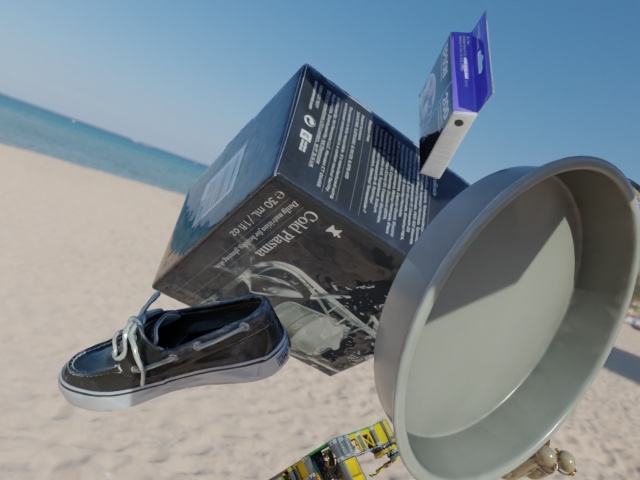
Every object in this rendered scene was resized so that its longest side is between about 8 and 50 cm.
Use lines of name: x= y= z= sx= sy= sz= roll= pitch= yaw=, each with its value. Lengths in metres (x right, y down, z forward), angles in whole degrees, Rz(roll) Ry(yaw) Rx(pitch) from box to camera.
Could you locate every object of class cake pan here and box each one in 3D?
cake pan: x=0.157 y=0.068 z=0.498 sx=0.293 sy=0.293 sz=0.054 roll=16 pitch=9 yaw=-41

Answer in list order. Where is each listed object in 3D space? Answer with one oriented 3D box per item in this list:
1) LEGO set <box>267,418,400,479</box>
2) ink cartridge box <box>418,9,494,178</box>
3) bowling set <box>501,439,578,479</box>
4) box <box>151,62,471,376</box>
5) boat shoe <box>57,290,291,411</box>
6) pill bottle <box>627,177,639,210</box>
LEGO set: x=0.043 y=0.547 z=1.291 sx=0.255 sy=0.331 sz=0.192 roll=16 pitch=42 yaw=-59
ink cartridge box: x=0.221 y=-0.247 z=1.012 sx=0.045 sy=0.206 sz=0.208 roll=13 pitch=-36 yaw=-9
bowling set: x=0.482 y=0.455 z=1.334 sx=0.200 sy=0.154 sz=0.287 roll=-31 pitch=81 yaw=-45
box: x=0.000 y=0.000 z=1.212 sx=0.471 sy=0.297 sz=0.480 roll=30 pitch=-41 yaw=-24
boat shoe: x=-0.194 y=0.128 z=0.730 sx=0.306 sy=0.105 sz=0.113 roll=-9 pitch=35 yaw=17
pill bottle: x=0.468 y=-0.013 z=1.059 sx=0.123 sy=0.219 sz=0.123 roll=50 pitch=-20 yaw=25
